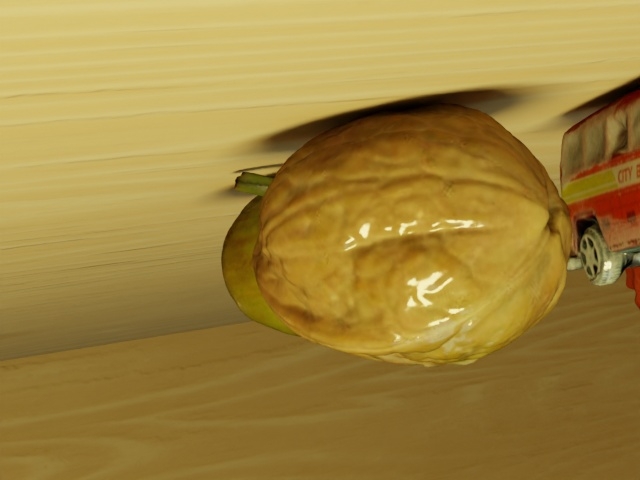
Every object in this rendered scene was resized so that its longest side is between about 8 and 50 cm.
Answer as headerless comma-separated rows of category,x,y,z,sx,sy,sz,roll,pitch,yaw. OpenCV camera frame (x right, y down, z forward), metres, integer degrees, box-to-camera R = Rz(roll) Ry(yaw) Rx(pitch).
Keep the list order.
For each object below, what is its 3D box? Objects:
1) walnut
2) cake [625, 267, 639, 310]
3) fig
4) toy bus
walnut,0.032,0.000,0.741,0.124,0.105,0.105,-11,176,21
cake,0.367,0.045,1.055,0.269,0.270,0.319,-8,174,-36
fig,0.000,0.000,0.886,0.084,0.082,0.098,24,162,8
toy bus,0.155,-0.029,0.787,0.079,0.077,0.174,-9,175,-14
